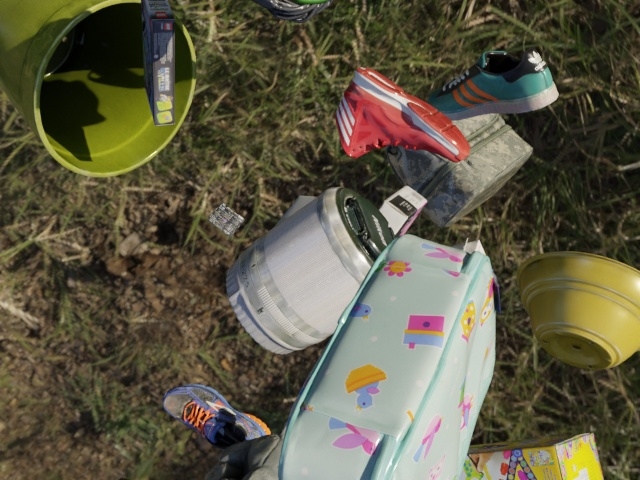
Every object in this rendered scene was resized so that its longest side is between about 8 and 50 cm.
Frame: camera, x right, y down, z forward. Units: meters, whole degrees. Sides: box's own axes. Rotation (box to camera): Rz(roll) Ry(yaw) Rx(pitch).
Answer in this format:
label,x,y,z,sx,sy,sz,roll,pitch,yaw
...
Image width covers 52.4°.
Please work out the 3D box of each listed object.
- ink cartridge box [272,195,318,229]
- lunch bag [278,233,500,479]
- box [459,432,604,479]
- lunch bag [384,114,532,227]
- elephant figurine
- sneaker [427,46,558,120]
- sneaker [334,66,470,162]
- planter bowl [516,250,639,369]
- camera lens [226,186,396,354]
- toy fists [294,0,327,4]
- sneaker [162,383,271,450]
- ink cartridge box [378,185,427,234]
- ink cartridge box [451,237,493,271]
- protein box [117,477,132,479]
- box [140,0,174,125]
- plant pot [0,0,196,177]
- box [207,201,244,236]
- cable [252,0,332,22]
label,x,y,z,sx,sy,sz,roll,pitch,yaw
ink cartridge box,0.000,0.000,1.538,0.128,0.127,0.176,6,142,48
lunch bag,0.082,0.148,0.587,0.107,0.279,0.224,11,140,29
box,0.385,0.492,1.286,0.279,0.290,0.177,-17,71,32
lunch bag,0.334,-0.212,1.627,0.256,0.305,0.212,48,145,13
elephant figurine,-0.072,0.448,1.077,0.186,0.169,0.239,-21,111,27
sneaker,0.329,-0.322,1.313,0.302,0.108,0.121,5,128,51
sneaker,0.120,-0.165,1.036,0.221,0.087,0.128,40,119,13
planter bowl,0.365,0.116,0.899,0.217,0.090,0.217,23,152,13
camera lens,-0.003,0.054,1.160,0.274,0.219,0.219,-34,105,22
toy fists,-0.064,-0.398,0.846,0.096,0.279,0.142,-30,86,40
sneaker,-0.198,0.336,1.214,0.221,0.087,0.083,22,93,9
ink cartridge box,0.081,0.060,1.361,0.069,0.176,0.371,39,114,8
ink cartridge box,0.428,0.073,1.876,0.089,0.092,0.143,-15,115,32
protein box,-0.218,0.444,0.831,0.201,0.136,0.200,-1,107,35
box,-0.271,-0.309,1.086,0.036,0.114,0.207,-8,142,-19
plant pot,-0.514,-0.372,1.351,0.353,0.366,0.367,33,128,28
box,-0.269,-0.060,1.851,0.083,0.018,0.067,37,110,-14
cable,-0.059,-0.469,1.143,0.184,0.047,0.151,24,81,-8
